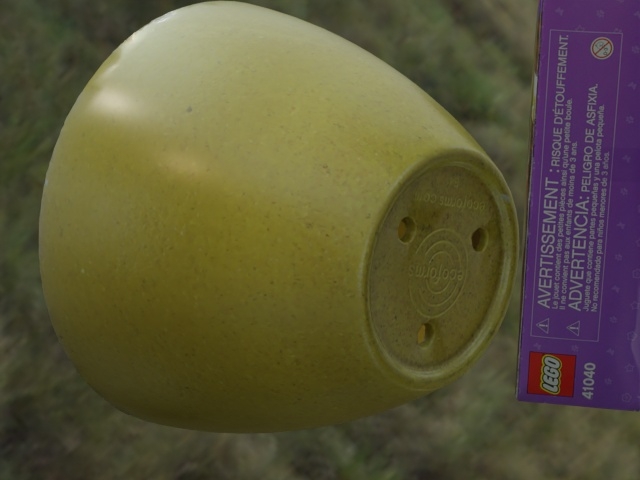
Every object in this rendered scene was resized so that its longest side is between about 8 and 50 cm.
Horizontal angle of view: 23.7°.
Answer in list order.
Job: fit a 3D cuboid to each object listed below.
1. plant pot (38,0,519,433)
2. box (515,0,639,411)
[{"bbox_3d":[0.000,0.000,0.446,0.095,0.134,0.134,13,-14,44],"label":"plant pot"},{"bbox_3d":[0.130,-0.069,0.737,0.057,0.201,0.293,4,18,8],"label":"box"}]
